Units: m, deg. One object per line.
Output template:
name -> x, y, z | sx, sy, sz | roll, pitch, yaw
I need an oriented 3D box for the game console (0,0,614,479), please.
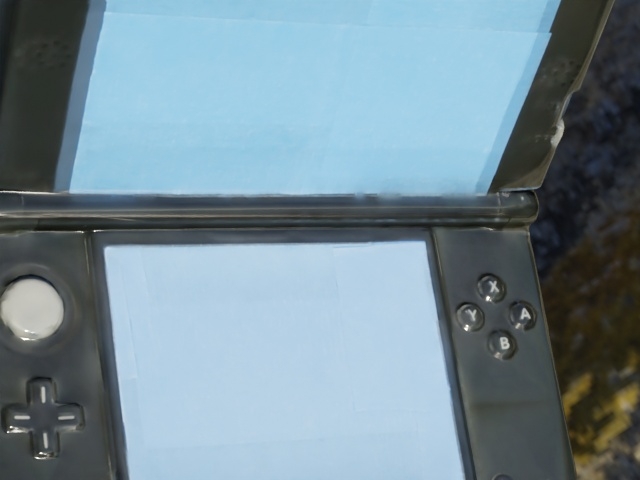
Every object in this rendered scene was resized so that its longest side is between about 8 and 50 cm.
game console -> 0.000, 0.000, 0.763 | 0.173, 0.293, 0.250 | 136, 129, -60
